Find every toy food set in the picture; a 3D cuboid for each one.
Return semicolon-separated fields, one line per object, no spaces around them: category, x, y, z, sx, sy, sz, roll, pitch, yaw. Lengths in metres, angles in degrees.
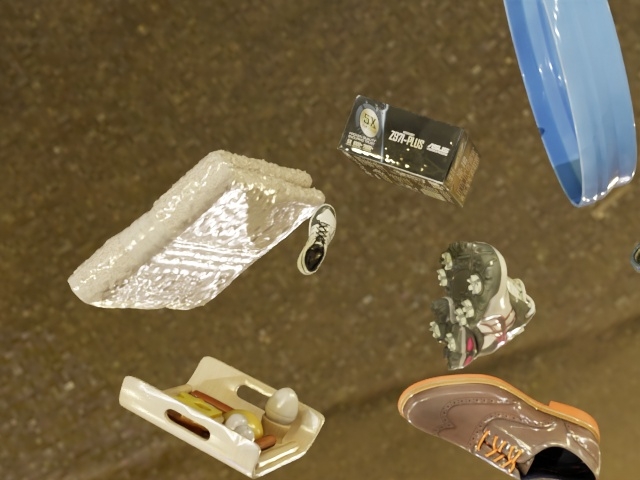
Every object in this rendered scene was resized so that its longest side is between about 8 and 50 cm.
toy food set;-0.134;0.238;2.163;0.092;0.219;0.306;-66;165;7

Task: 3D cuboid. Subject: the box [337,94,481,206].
box;0.119;-0.115;1.950;0.180;0.147;0.077;31;80;-74

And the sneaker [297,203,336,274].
sneaker;0.000;0.000;1.685;0.032;0.037;0.083;16;91;-11

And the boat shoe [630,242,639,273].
boat shoe;0.469;-0.029;1.705;0.254;0.095;0.079;-32;137;27

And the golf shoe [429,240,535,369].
golf shoe;0.213;0.067;1.900;0.120;0.105;0.273;-16;156;-10

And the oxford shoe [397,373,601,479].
oxford shoe;0.230;0.242;1.881;0.271;0.098;0.097;13;124;-8

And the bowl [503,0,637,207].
bowl;0.303;-0.237;1.857;0.077;0.391;0.391;-15;151;2

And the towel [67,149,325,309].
towel;-0.109;-0.008;1.419;0.187;0.049;0.282;-41;166;11
